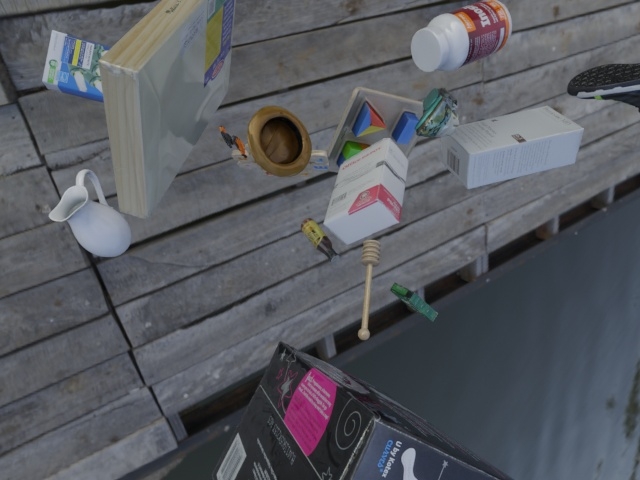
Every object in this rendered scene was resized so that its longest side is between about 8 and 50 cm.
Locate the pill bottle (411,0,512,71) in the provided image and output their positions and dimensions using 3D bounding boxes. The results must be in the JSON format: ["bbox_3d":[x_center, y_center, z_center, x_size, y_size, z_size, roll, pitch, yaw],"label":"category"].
[{"bbox_3d":[0.221,-0.320,0.733,0.152,0.086,0.086,-29,120,-23],"label":"pill bottle"}]

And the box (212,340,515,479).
[{"bbox_3d":[0.016,0.208,0.394,0.142,0.247,0.163,30,80,-15],"label":"box"}]

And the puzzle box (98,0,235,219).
[{"bbox_3d":[-0.230,-0.267,0.772,0.052,0.408,0.272,16,138,-3],"label":"puzzle box"}]

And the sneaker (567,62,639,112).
[{"bbox_3d":[0.604,-0.281,0.886,0.097,0.235,0.084,67,35,-41],"label":"sneaker"}]

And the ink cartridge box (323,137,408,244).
[{"bbox_3d":[0.110,-0.116,1.079,0.092,0.159,0.217,41,44,-29],"label":"ink cartridge box"}]

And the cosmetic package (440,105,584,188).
[{"bbox_3d":[0.367,-0.184,0.902,0.231,0.117,0.085,-16,131,-7],"label":"cosmetic package"}]

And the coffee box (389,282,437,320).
[{"bbox_3d":[0.351,0.230,1.740,0.184,0.113,0.040,40,82,-36],"label":"coffee box"}]

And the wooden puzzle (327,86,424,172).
[{"bbox_3d":[0.204,-0.338,1.581,0.348,0.080,0.322,1,134,-29],"label":"wooden puzzle"}]

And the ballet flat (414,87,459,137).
[{"bbox_3d":[0.198,-0.203,0.752,0.188,0.070,0.070,-61,140,-53],"label":"ballet flat"}]

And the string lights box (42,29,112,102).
[{"bbox_3d":[-0.555,-0.428,1.199,0.260,0.077,0.133,10,89,-20],"label":"string lights box"}]

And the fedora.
[{"bbox_3d":[-0.114,-0.239,1.162,0.195,0.079,0.194,11,71,-35],"label":"fedora"}]

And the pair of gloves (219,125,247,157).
[{"bbox_3d":[-0.219,-0.249,1.166,0.010,0.074,0.083,-36,150,19],"label":"pair of gloves"}]

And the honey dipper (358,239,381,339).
[{"bbox_3d":[0.073,0.076,0.723,0.031,0.031,0.160,28,59,-35],"label":"honey dipper"}]

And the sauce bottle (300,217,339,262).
[{"bbox_3d":[0.000,0.000,1.121,0.042,0.128,0.042,-29,148,-20],"label":"sauce bottle"}]

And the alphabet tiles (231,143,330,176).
[{"bbox_3d":[-0.115,-0.242,1.396,0.285,0.278,0.021,1,81,6],"label":"alphabet tiles"}]

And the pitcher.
[{"bbox_3d":[-0.582,-0.066,1.210,0.207,0.126,0.177,66,26,-55],"label":"pitcher"}]
